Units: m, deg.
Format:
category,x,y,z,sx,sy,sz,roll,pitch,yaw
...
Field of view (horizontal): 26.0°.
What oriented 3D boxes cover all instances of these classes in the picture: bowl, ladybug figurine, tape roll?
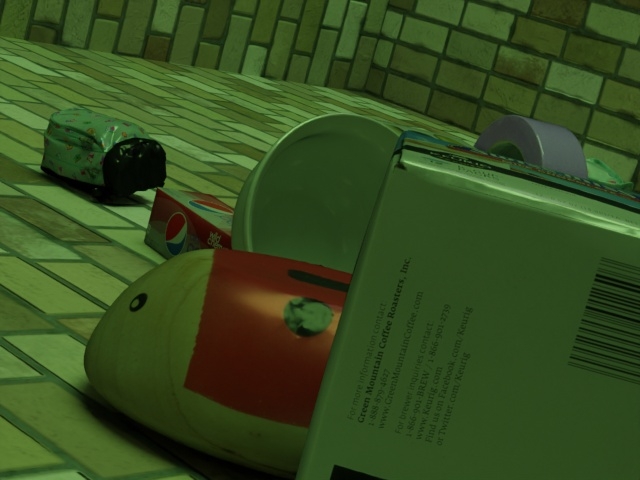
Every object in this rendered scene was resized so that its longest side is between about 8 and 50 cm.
category,x,y,z,sx,sy,sz,roll,pitch,yaw
bowl,0.000,0.000,1.686,0.298,0.298,0.134,7,-9,-35
ladybug figurine,0.006,0.120,1.317,0.449,0.162,0.305,14,12,-7
tape roll,0.327,-0.065,2.294,0.090,0.274,0.275,11,13,-24

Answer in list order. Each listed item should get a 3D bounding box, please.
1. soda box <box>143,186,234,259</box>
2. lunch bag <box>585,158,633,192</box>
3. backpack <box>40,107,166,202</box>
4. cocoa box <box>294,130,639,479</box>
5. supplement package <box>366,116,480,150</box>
category,x,y,z,sx,sy,sz,roll,pitch,yaw
soda box,-0.134,0.008,1.838,0.092,0.083,0.263,7,14,-36
lunch bag,0.424,-0.026,2.362,0.160,0.223,0.262,13,13,-13
backpack,-0.344,-0.135,2.150,0.182,0.115,0.152,19,15,27
cocoa box,0.116,0.120,1.008,0.231,0.347,0.228,16,11,2
supplement package,0.166,-0.068,2.284,0.199,0.198,0.262,11,13,-19
